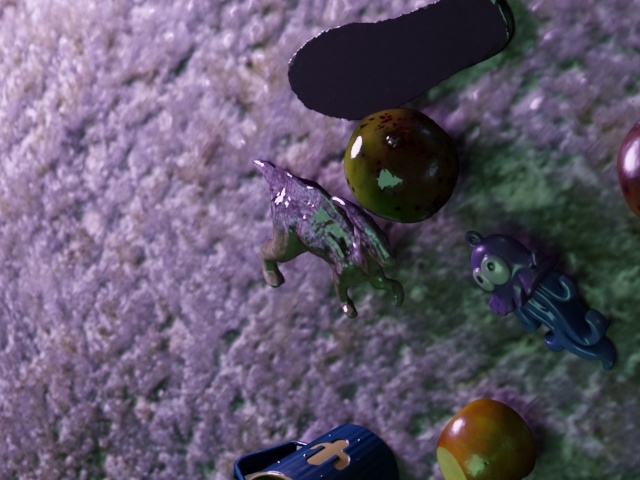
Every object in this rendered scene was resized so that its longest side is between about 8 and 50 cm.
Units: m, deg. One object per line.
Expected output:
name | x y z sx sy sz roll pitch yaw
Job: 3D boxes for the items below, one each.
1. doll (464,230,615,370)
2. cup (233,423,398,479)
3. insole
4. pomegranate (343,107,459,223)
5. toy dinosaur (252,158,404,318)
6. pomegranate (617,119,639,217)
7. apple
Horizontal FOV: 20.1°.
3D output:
doll | 0.228 0.060 1.864 0.206 0.067 0.110 40 142 4
cup | -0.011 0.288 2.119 0.176 0.155 0.131 25 126 31
insole | 0.079 -0.196 1.894 0.309 0.012 0.110 -20 96 44
pomegranate | 0.088 -0.078 1.883 0.130 0.130 0.130 19 123 33
toy dinosaur | 0.007 -0.003 1.984 0.294 0.077 0.162 19 134 47
pomegranate | 0.346 -0.050 1.661 0.129 0.129 0.159 -29 92 45
apple | 0.180 0.228 1.966 0.102 0.099 0.114 59 161 12
